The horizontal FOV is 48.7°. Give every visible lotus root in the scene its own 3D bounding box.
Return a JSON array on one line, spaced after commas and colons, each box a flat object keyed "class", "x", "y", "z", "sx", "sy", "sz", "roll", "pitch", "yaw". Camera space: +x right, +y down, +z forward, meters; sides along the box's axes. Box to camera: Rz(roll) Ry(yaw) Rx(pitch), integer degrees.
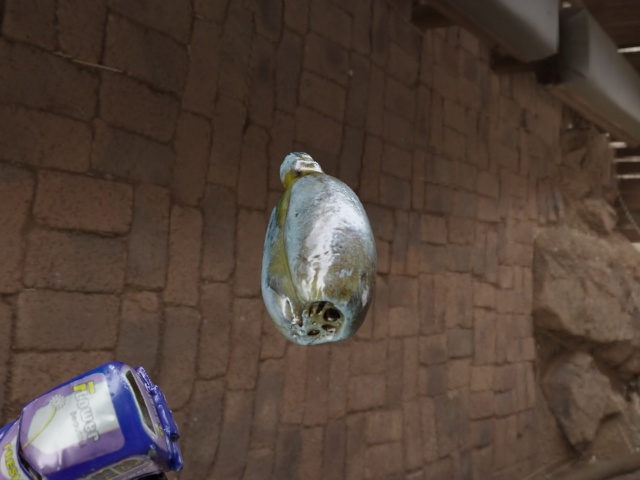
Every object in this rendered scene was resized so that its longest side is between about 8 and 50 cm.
[{"class": "lotus root", "x": 0.000, "y": 0.000, "z": 0.970, "sx": 0.140, "sy": 0.158, "sz": 0.322, "roll": 22, "pitch": 40, "yaw": -22}]

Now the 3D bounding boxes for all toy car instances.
[{"class": "toy car", "x": -0.309, "y": 0.257, "z": 0.893, "sx": 0.235, "sy": 0.172, "sz": 0.158, "roll": -25, "pitch": 155, "yaw": -10}]
